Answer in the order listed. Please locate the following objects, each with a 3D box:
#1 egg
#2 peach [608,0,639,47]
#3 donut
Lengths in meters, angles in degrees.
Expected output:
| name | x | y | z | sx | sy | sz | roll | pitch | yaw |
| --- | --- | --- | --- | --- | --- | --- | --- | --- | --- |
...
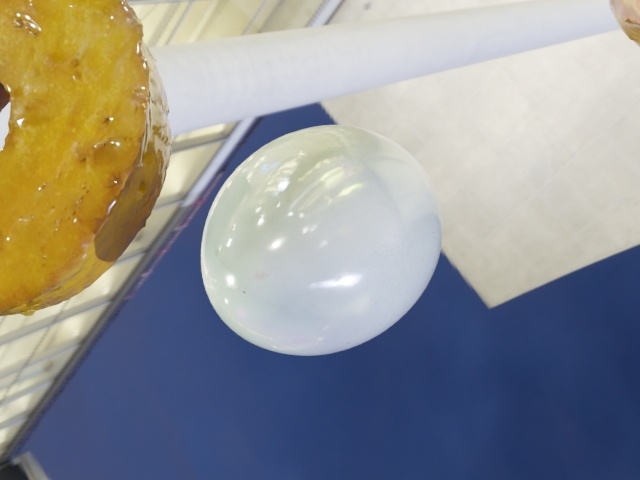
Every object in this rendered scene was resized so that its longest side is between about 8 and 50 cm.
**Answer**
| name | x | y | z | sx | sy | sz | roll | pitch | yaw |
| --- | --- | --- | --- | --- | --- | --- | --- | --- | --- |
| egg | 0.000 | 0.000 | 0.602 | 0.151 | 0.209 | 0.151 | 9 | -71 | 27 |
| peach | 0.324 | -0.113 | 0.498 | 0.281 | 0.281 | 0.338 | -13 | -72 | 39 |
| donut | -0.229 | -0.072 | 0.649 | 0.278 | 0.108 | 0.277 | -3 | -100 | 15 |
